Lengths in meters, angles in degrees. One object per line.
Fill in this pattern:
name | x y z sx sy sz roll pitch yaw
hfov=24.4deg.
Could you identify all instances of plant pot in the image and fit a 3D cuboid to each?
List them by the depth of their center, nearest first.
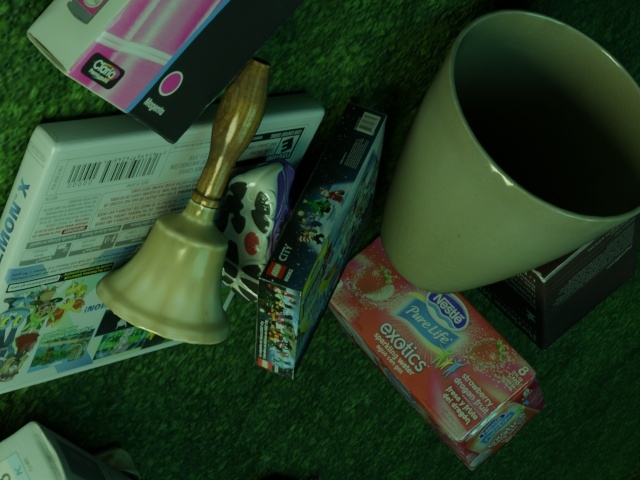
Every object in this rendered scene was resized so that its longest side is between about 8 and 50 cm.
plant pot | 0.183 -0.061 1.581 0.256 0.256 0.274 -22 162 -37

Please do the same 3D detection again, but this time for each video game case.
video game case | -0.170 0.003 1.371 0.329 0.036 0.300 -13 140 -47

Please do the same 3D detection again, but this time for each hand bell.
hand bell | -0.096 -0.045 1.282 0.126 0.126 0.242 -2 119 -54

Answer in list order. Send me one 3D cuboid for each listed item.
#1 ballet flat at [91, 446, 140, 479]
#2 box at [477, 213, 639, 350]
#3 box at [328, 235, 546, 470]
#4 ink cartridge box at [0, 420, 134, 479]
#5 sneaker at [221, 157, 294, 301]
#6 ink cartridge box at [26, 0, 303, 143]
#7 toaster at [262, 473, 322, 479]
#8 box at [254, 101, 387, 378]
ballet flat | -0.263 0.263 1.592 0.168 0.052 0.057 -15 143 -44
box | 0.280 -0.006 1.840 0.167 0.168 0.203 -39 152 -13
box | 0.130 0.124 1.717 0.122 0.257 0.128 -40 153 -5
ink cartridge box | -0.359 0.356 1.491 0.385 0.091 0.308 -35 153 1
sneaker | -0.055 -0.008 1.410 0.071 0.068 0.170 -39 160 -41
ink cartridge box | -0.049 -0.251 1.153 0.371 0.069 0.176 -49 153 4
toaster | -0.062 0.411 2.024 0.186 0.110 0.168 -47 154 6
box | 0.000 0.000 1.469 0.159 0.044 0.233 97 16 -54
